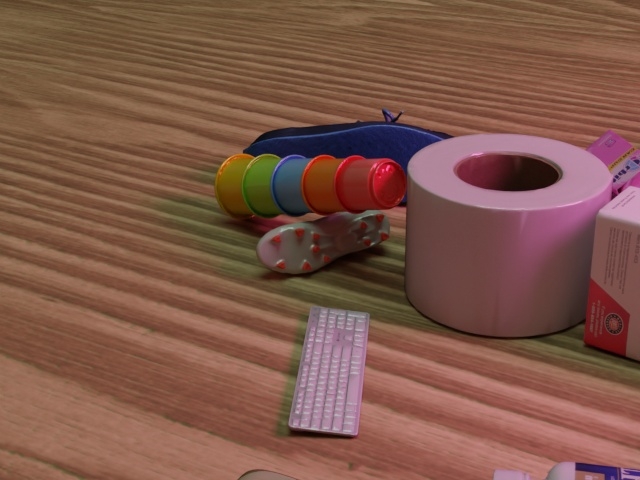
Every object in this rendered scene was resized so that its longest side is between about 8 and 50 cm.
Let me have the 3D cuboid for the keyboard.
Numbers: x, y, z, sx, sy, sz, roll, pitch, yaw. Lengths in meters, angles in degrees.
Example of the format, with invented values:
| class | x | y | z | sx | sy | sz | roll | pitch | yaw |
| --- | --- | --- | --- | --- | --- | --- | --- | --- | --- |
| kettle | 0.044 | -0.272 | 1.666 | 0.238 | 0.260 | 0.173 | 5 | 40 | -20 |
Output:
| class | x | y | z | sx | sy | sz | roll | pitch | yaw |
| --- | --- | --- | --- | --- | --- | --- | --- | --- | --- |
| keyboard | 0.013 | 0.140 | 1.325 | 0.072 | 0.014 | 0.256 | 2 | 26 | 5 |

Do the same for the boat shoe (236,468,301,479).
| class | x | y | z | sx | sy | sz | roll | pitch | yaw |
| --- | --- | --- | --- | --- | --- | --- | --- | --- | --- |
| boat shoe | 0.031 | 0.268 | 0.960 | 0.302 | 0.109 | 0.098 | 9 | 32 | 32 |

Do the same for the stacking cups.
| class | x | y | z | sx | sy | sz | roll | pitch | yaw |
| --- | --- | --- | --- | --- | --- | --- | --- | --- | --- |
| stacking cups | -0.012 | -0.066 | 1.574 | 0.096 | 0.096 | 0.316 | -22 | 18 | -37 |

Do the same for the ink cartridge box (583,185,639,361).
| class | x | y | z | sx | sy | sz | roll | pitch | yaw |
| --- | --- | --- | --- | --- | --- | --- | --- | --- | --- |
| ink cartridge box | 0.425 | 0.057 | 1.309 | 0.237 | 0.171 | 0.100 | 17 | 31 | 32 |

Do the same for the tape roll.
| class | x | y | z | sx | sy | sz | roll | pitch | yaw |
| --- | --- | --- | --- | --- | --- | --- | --- | --- | --- |
| tape roll | 0.225 | -0.012 | 1.460 | 0.246 | 0.169 | 0.246 | 0 | 26 | 0 |

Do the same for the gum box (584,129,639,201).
| class | x | y | z | sx | sy | sz | roll | pitch | yaw |
| --- | --- | --- | --- | --- | --- | --- | --- | --- | --- |
| gum box | 0.415 | -0.042 | 1.521 | 0.062 | 0.188 | 0.107 | -40 | 32 | 3 |

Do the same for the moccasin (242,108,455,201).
| class | x | y | z | sx | sy | sz | roll | pitch | yaw |
| --- | --- | --- | --- | --- | --- | --- | --- | --- | --- |
| moccasin | 0.057 | -0.138 | 1.768 | 0.342 | 0.137 | 0.117 | 7 | 22 | 13 |

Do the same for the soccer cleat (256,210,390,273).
| class | x | y | z | sx | sy | sz | roll | pitch | yaw |
| --- | --- | --- | --- | --- | --- | --- | --- | --- | --- |
| soccer cleat | 0.000 | 0.000 | 1.571 | 0.196 | 0.068 | 0.076 | -14 | 11 | -25 |

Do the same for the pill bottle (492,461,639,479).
| class | x | y | z | sx | sy | sz | roll | pitch | yaw |
| --- | --- | --- | --- | --- | --- | --- | --- | --- | --- |
| pill bottle | 0.235 | 0.244 | 0.993 | 0.187 | 0.112 | 0.112 | 5 | 26 | 11 |
